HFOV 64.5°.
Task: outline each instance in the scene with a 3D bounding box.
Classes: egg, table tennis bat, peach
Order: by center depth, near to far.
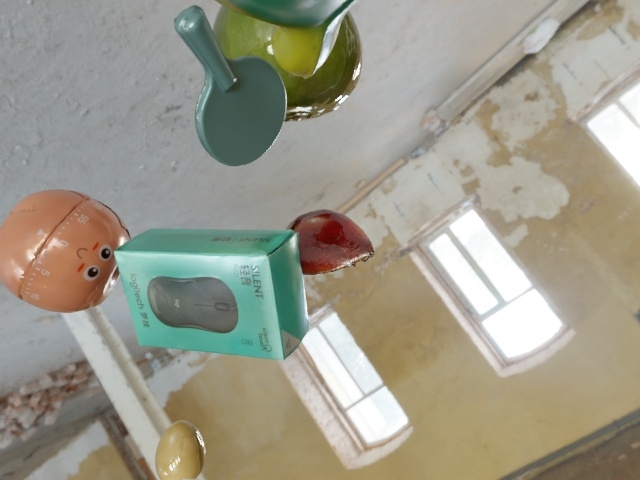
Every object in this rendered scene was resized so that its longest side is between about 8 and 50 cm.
[{"bbox_3d":[-0.119,-0.199,0.678,0.153,0.040,0.244,-49,147,-12],"label":"table tennis bat"},{"bbox_3d":[-0.227,0.343,0.824,0.080,0.097,0.080,0,162,0],"label":"egg"},{"bbox_3d":[-0.003,-0.003,1.114,0.279,0.068,0.189,5,-133,43],"label":"peach"}]

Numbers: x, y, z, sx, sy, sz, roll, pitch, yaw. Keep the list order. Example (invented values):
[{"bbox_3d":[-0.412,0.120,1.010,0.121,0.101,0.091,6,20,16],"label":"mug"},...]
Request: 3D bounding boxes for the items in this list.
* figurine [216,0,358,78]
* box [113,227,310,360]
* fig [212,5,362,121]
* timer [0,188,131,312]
[{"bbox_3d":[-0.028,-0.273,0.365,0.231,0.324,0.340,-30,-152,-16],"label":"figurine"},{"bbox_3d":[-0.191,0.089,0.905,0.311,0.205,0.118,2,-155,18],"label":"box"},{"bbox_3d":[-0.071,-0.389,0.978,0.316,0.316,0.316,-33,169,-8],"label":"fig"},{"bbox_3d":[-0.487,0.020,0.971,0.230,0.214,0.230,-54,-162,27],"label":"timer"}]
